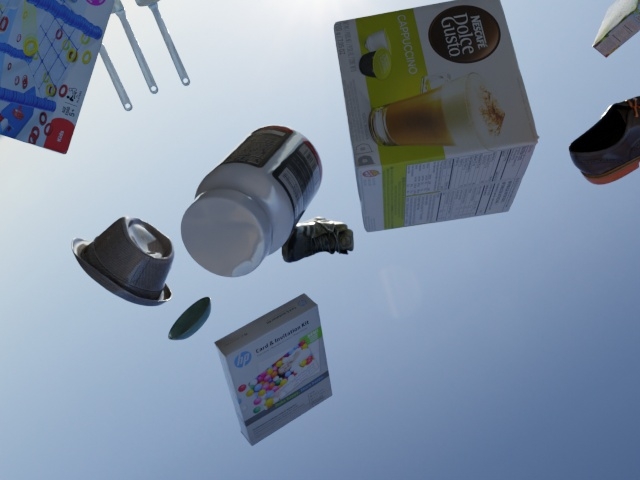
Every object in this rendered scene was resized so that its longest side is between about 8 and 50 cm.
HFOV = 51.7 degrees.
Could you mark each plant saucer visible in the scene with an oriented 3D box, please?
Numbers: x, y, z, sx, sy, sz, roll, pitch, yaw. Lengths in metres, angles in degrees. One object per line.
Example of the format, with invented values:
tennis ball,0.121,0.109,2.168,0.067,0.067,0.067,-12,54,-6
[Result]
plant saucer,-0.269,0.168,1.385,0.119,0.021,0.119,-35,-159,16

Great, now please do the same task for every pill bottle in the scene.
pill bottle,-0.137,-0.089,1.377,0.210,0.210,0.363,-36,-167,30

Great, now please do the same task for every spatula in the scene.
spatula,-0.344,-0.376,1.213,0.168,0.242,0.019,-26,-160,-11

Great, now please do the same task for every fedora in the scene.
fedora,-0.408,0.026,1.445,0.124,0.244,0.275,-55,-158,7

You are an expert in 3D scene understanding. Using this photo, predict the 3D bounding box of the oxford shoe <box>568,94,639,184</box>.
oxford shoe,0.522,-0.191,1.037,0.271,0.098,0.096,-38,-136,24

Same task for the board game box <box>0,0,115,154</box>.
board game box,-0.484,-0.316,0.964,0.086,0.302,0.308,20,-87,46

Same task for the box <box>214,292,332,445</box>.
box,-0.059,0.181,0.921,0.145,0.186,0.038,-27,-141,-24

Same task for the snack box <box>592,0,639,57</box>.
snack box,0.540,-0.397,1.157,0.141,0.037,0.100,-58,-171,-34

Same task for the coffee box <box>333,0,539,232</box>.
coffee box,0.224,-0.247,1.373,0.335,0.338,0.337,-9,-111,4

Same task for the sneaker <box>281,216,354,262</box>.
sneaker,0.000,0.000,1.620,0.130,0.087,0.227,8,-162,29
